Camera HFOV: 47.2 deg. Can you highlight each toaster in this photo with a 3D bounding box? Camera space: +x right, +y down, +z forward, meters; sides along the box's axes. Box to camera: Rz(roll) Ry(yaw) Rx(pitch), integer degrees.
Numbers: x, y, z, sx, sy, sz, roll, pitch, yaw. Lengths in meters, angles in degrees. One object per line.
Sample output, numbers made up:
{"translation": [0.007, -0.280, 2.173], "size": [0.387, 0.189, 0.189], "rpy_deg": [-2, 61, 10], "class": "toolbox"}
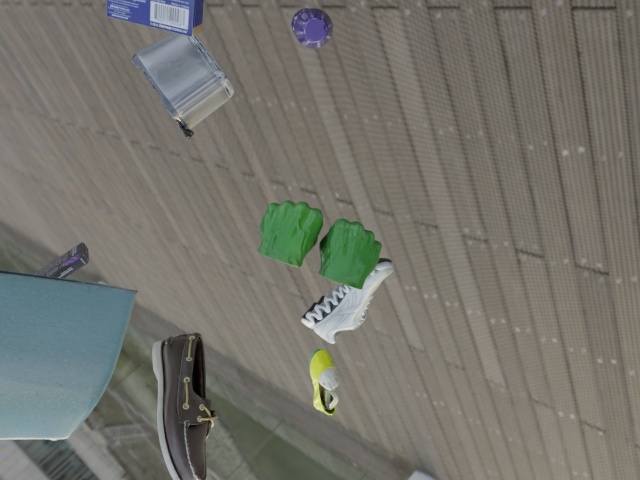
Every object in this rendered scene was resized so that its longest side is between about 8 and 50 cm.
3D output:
{"translation": [-0.288, -0.345, 1.577], "size": [0.227, 0.146, 0.129], "rpy_deg": [54, 179, 18], "class": "toaster"}

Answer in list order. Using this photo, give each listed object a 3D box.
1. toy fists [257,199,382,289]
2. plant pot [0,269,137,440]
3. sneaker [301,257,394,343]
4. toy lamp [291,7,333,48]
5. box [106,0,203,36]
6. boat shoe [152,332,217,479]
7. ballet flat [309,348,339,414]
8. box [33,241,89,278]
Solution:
{"translation": [0.000, 0.000, 1.652], "size": [0.279, 0.142, 0.096], "rpy_deg": [21, -174, -3], "class": "toy fists"}
{"translation": [-0.469, 0.179, 1.168], "size": [0.248, 0.252, 0.247], "rpy_deg": [11, 174, -37], "class": "plant pot"}
{"translation": [0.087, 0.151, 1.858], "size": [0.292, 0.110, 0.118], "rpy_deg": [-41, 90, 26], "class": "sneaker"}
{"translation": [-0.020, -0.439, 1.502], "size": [0.080, 0.080, 0.274], "rpy_deg": [58, -174, -20], "class": "toy lamp"}
{"translation": [-0.217, -0.398, 0.970], "size": [0.136, 0.036, 0.225], "rpy_deg": [16, 122, 11], "class": "box"}
{"translation": [-0.259, 0.327, 1.444], "size": [0.116, 0.097, 0.324], "rpy_deg": [67, -175, -51], "class": "boat shoe"}
{"translation": [0.018, 0.395, 2.012], "size": [0.077, 0.077, 0.231], "rpy_deg": [39, 143, 39], "class": "ballet flat"}
{"translation": [-0.647, 0.074, 1.814], "size": [0.029, 0.162, 0.116], "rpy_deg": [56, 175, -24], "class": "box"}
